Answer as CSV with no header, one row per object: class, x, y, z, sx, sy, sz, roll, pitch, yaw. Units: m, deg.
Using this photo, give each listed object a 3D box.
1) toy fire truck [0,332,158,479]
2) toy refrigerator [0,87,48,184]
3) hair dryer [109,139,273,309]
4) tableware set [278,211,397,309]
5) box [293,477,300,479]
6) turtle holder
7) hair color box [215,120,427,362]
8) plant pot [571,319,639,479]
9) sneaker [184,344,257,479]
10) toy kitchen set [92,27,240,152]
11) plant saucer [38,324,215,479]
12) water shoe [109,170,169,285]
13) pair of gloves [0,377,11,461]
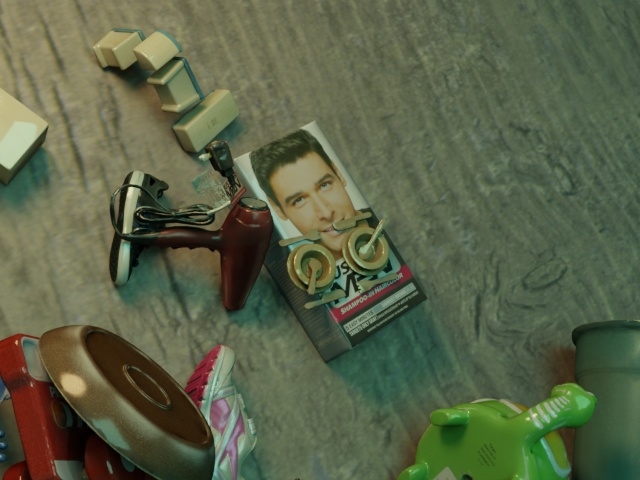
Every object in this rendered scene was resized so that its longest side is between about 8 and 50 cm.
toy fire truck,-0.329,0.261,1.413,0.169,0.302,0.254,-23,73,13
toy refrigerator,-0.571,-0.213,1.575,0.269,0.094,0.102,36,66,-8
hair dryer,-0.186,-0.010,1.630,0.223,0.080,0.294,-29,116,2
tableware set,0.036,0.028,1.663,0.194,0.039,0.128,-18,79,-28
box,-0.007,0.514,1.459,0.242,0.076,0.307,48,15,-3
turtle holder,0.298,0.354,1.652,0.227,0.243,0.320,-2,109,-43
hair color box,0.000,0.000,1.746,0.185,0.113,0.375,-29,84,-30
plant pot,0.596,0.353,1.784,0.341,0.341,0.334,19,72,-18
sneaker,-0.156,0.292,1.578,0.111,0.103,0.252,15,71,-24
toy kitchen set,-0.271,-0.279,1.758,0.122,0.166,0.207,-47,130,-30
plant saucer,-0.252,0.217,1.386,0.310,0.310,0.050,42,93,-5
water shoe,-0.292,-0.019,1.641,0.080,0.073,0.203,15,66,-22
pair of gloves,-0.481,0.255,1.408,0.023,0.159,0.198,36,54,-43
